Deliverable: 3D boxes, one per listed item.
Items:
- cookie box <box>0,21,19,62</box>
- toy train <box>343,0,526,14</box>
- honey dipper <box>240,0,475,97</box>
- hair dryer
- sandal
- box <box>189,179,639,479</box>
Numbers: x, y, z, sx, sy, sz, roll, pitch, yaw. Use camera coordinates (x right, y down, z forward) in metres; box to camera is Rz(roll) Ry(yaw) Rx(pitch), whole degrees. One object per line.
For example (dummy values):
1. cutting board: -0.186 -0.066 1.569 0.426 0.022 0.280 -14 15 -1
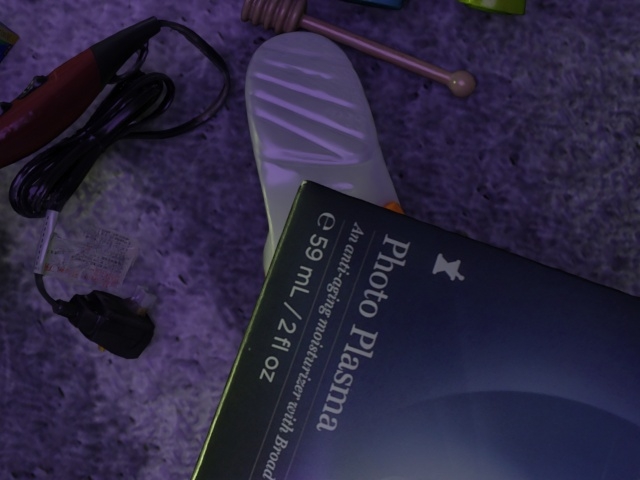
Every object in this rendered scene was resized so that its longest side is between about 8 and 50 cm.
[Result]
1. cookie box: -0.253 -0.108 1.165 0.040 0.092 0.107 37 92 4
2. toy train: 0.125 -0.207 1.127 0.248 0.105 0.143 9 99 7
3. honey dipper: 0.027 -0.130 1.168 0.161 0.030 0.030 21 90 3
4. hair dryer: -0.213 -0.056 1.120 0.293 0.080 0.223 15 89 -33
5. sandal: 0.010 -0.002 1.143 0.102 0.076 0.265 -9 77 -5
6. box: 0.075 0.163 0.972 0.294 0.183 0.296 19 76 1
